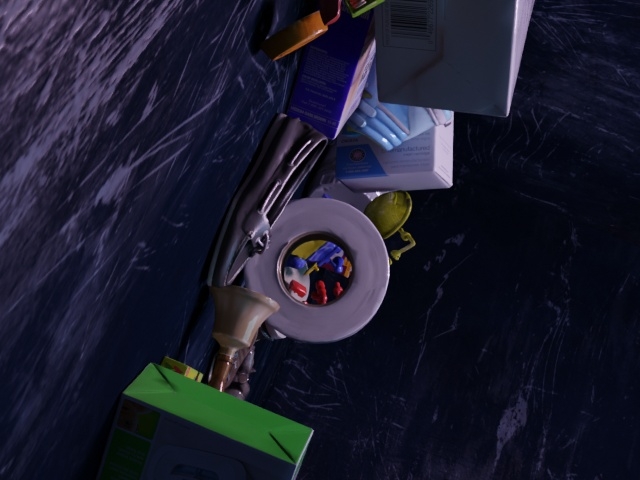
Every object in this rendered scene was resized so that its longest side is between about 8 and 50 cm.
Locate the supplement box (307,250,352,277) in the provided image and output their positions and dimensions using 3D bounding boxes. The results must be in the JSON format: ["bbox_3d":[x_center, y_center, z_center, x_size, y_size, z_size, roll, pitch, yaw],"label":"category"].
[{"bbox_3d":[0.000,0.000,2.342,0.081,0.188,0.104,-41,152,-78],"label":"supplement box"}]

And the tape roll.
[{"bbox_3d":[-0.007,0.060,1.985,0.100,0.286,0.286,72,40,-82],"label":"tape roll"}]

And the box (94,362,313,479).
[{"bbox_3d":[-0.175,0.338,1.437,0.127,0.261,0.231,-50,162,-73],"label":"box"}]

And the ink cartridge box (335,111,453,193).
[{"bbox_3d":[0.159,-0.268,2.134,0.129,0.223,0.308,30,60,-63],"label":"ink cartridge box"}]

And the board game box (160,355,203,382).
[{"bbox_3d":[-0.237,0.245,1.632,0.181,0.043,0.092,86,25,-78],"label":"board game box"}]

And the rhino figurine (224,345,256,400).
[{"bbox_3d":[-0.198,0.339,2.303,0.106,0.073,0.243,98,12,-54],"label":"rhino figurine"}]

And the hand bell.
[{"bbox_3d":[-0.162,0.204,1.671,0.126,0.126,0.242,95,12,-73],"label":"hand bell"}]

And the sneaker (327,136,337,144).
[{"bbox_3d":[0.023,-0.246,2.188,0.211,0.081,0.080,-48,160,-73],"label":"sneaker"}]

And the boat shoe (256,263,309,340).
[{"bbox_3d":[-0.102,0.128,2.318,0.324,0.096,0.117,-66,137,-60],"label":"boat shoe"}]

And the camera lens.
[{"bbox_3d":[0.093,-0.142,2.581,0.274,0.219,0.219,-64,173,-48],"label":"camera lens"}]

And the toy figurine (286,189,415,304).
[{"bbox_3d":[-0.001,0.000,2.122,0.362,0.217,0.191,-40,-147,30],"label":"toy figurine"}]

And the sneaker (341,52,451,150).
[{"bbox_3d":[0.092,-0.321,1.990,0.208,0.319,0.127,-34,178,9],"label":"sneaker"}]

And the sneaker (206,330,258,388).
[{"bbox_3d":[-0.177,0.220,2.051,0.071,0.066,0.189,25,86,-84],"label":"sneaker"}]

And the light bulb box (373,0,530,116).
[{"bbox_3d":[0.233,-0.455,1.626,0.358,0.225,0.361,85,19,-48],"label":"light bulb box"}]

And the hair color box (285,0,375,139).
[{"bbox_3d":[0.048,-0.372,1.790,0.185,0.110,0.339,-59,168,-57],"label":"hair color box"}]

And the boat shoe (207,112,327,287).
[{"bbox_3d":[-0.086,-0.063,1.675,0.112,0.095,0.335,100,12,-67],"label":"boat shoe"}]

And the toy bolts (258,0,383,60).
[{"bbox_3d":[-0.012,-0.358,1.320,0.218,0.159,0.228,-29,-173,1],"label":"toy bolts"}]
